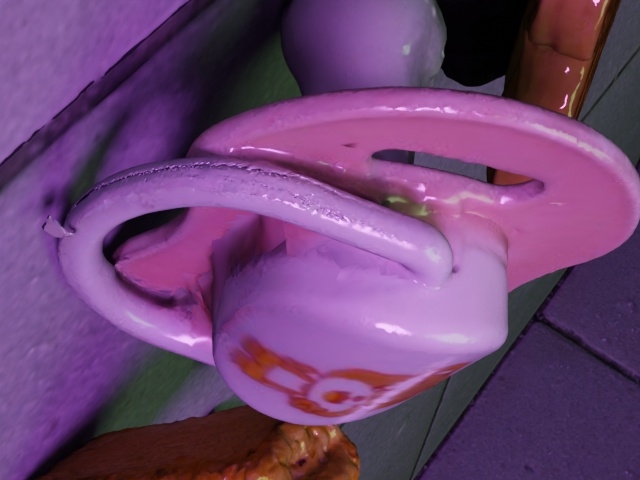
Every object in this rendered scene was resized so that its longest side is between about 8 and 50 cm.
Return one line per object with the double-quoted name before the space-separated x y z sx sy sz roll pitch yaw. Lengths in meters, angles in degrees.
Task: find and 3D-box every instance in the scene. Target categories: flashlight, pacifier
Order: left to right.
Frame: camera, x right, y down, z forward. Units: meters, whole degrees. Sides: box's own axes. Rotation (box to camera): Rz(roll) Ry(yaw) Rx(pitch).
"pacifier" 0.020 -0.016 0.690 0.273 0.220 0.332 -49 -177 -31
"flashlight" 0.090 -0.187 0.808 0.103 0.103 0.424 -57 166 -2

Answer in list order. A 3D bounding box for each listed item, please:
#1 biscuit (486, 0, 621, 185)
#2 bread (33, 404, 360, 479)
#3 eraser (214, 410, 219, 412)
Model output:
"biscuit" 0.182 -0.193 0.854 0.312 0.057 0.351 84 27 -65
"bread" -0.083 0.157 0.781 0.211 0.083 0.114 -17 -173 32
"eraser" -0.119 0.237 1.060 0.172 0.058 0.117 -47 161 -34
